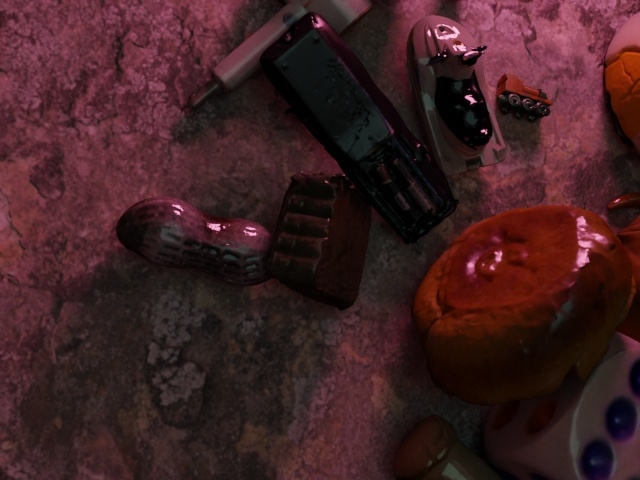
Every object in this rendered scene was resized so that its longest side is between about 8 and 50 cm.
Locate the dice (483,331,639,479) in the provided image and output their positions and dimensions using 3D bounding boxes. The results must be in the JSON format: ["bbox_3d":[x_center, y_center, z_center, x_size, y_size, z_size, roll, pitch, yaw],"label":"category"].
[{"bbox_3d":[0.418,0.305,1.352,0.243,0.251,0.259,42,71,-8],"label":"dice"}]

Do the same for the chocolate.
[{"bbox_3d":[-0.177,0.000,1.292,0.248,0.110,0.110,13,77,-21],"label":"chocolate"}]

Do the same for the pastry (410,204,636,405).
[{"bbox_3d":[0.300,0.091,1.318,0.356,0.356,0.164,-47,120,-19],"label":"pastry"}]

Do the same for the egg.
[{"bbox_3d":[0.689,-0.289,1.570,0.336,0.201,0.337,3,82,-19],"label":"egg"}]

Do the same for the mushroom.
[{"bbox_3d":[0.269,0.454,1.343,0.407,0.154,0.137,47,31,1],"label":"mushroom"}]

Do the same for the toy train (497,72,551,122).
[{"bbox_3d":[0.361,-0.251,1.541,0.103,0.044,0.064,15,66,-15],"label":"toy train"}]

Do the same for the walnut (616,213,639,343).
[{"bbox_3d":[0.644,0.110,1.425,0.397,0.308,0.354,41,59,2],"label":"walnut"}]

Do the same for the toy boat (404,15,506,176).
[{"bbox_3d":[0.226,-0.246,1.451,0.140,0.140,0.270,-15,100,-19],"label":"toy boat"}]

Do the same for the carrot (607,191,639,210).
[{"bbox_3d":[0.587,-0.073,1.588,0.142,0.035,0.035,-5,82,-11],"label":"carrot"}]

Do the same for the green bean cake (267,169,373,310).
[{"bbox_3d":[0.000,0.000,1.313,0.094,0.173,0.182,8,76,25],"label":"green bean cake"}]

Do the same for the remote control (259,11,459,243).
[{"bbox_3d":[0.067,-0.167,1.377,0.144,0.062,0.399,-42,106,-2],"label":"remote control"}]

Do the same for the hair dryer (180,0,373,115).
[{"bbox_3d":[-0.095,-0.326,1.385,0.357,0.107,0.173,-44,95,-13],"label":"hair dryer"}]
